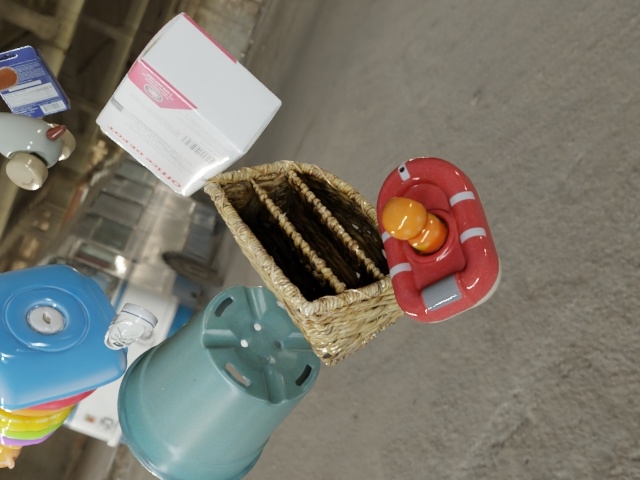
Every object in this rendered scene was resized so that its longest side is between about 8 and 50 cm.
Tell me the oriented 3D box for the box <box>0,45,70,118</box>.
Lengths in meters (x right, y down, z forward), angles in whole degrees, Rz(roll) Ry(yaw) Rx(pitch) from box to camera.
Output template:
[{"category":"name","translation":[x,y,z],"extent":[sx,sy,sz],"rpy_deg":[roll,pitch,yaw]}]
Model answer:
[{"category":"box","translation":[-0.711,-0.383,2.001],"extent":[0.225,0.136,0.037],"rpy_deg":[75,180,-59]}]

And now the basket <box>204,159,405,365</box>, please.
[{"category":"basket","translation":[0.000,0.000,1.286],"extent":[0.213,0.299,0.223],"rpy_deg":[-34,-31,-8]}]

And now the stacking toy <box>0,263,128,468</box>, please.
[{"category":"stacking toy","translation":[-0.357,0.186,0.997],"extent":[0.175,0.165,0.302],"rpy_deg":[53,133,26]}]

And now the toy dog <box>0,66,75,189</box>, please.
[{"category":"toy dog","translation":[-0.658,-0.255,1.728],"extent":[0.161,0.333,0.220],"rpy_deg":[-38,43,40]}]

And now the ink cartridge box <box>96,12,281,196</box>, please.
[{"category":"ink cartridge box","translation":[-0.220,-0.205,1.332],"extent":[0.117,0.207,0.283],"rpy_deg":[-56,16,-25]}]

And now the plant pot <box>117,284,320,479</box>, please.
[{"category":"plant pot","translation":[-0.188,0.276,1.657],"extent":[0.334,0.341,0.341],"rpy_deg":[-49,21,43]}]

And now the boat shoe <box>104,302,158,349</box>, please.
[{"category":"boat shoe","translation":[-0.182,0.085,0.780],"extent":[0.100,0.035,0.035],"rpy_deg":[-24,36,58]}]

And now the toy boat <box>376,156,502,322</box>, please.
[{"category":"toy boat","translation":[0.135,-0.015,1.101],"extent":[0.151,0.151,0.231],"rpy_deg":[-29,51,25]}]
